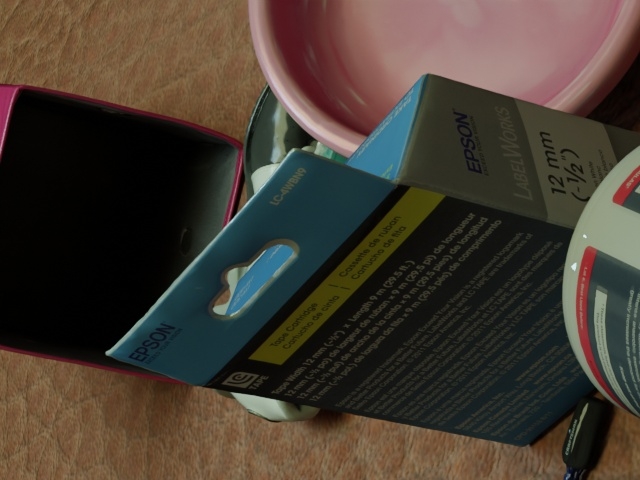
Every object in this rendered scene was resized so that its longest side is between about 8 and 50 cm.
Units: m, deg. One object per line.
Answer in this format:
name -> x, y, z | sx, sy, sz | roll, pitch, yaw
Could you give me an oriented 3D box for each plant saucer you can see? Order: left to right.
plant saucer -> 0.108, -0.200, 1.468 | 0.332, 0.084, 0.332 | -8, 71, 25

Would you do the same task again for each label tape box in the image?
label tape box -> 0.062, 0.011, 1.301 | 0.249, 0.348, 0.115 | -47, 39, 41

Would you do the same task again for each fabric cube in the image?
fabric cube -> -0.262, -0.015, 1.989 | 0.258, 0.254, 0.259 | 13, 89, 63

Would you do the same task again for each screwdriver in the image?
screwdriver -> 0.168, 0.189, 1.375 | 0.025, 0.024, 0.170 | 25, 103, 31

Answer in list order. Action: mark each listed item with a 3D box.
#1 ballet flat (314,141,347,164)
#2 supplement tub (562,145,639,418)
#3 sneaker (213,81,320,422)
ballet flat -> 0.074, -0.108, 1.599 | 0.147, 0.147, 0.408 | -7, 68, 60
supplement tub -> 0.276, 0.049, 1.069 | 0.272, 0.191, 0.191 | 32, 105, 60
sneaker -> 0.000, 0.000, 1.669 | 0.146, 0.122, 0.330 | 26, 109, 57
